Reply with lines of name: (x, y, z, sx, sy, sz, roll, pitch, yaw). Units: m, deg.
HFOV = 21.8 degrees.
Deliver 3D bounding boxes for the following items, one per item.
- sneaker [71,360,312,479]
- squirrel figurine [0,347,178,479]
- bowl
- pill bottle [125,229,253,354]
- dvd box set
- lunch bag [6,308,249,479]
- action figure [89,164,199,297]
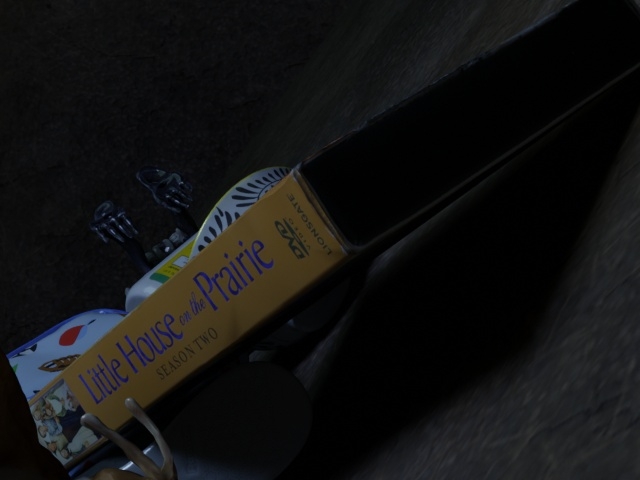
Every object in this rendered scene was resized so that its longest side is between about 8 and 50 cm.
sneaker: (-0.123, 0.191, 1.160, 0.296, 0.104, 0.147, -37, -7, 1)
squirrel figurine: (-0.191, 0.207, 0.935, 0.397, 0.370, 0.281, 92, -164, -45)
bowl: (-0.027, 0.029, 1.408, 0.170, 0.080, 0.170, -29, -49, -39)
pill bottle: (-0.067, 0.030, 1.525, 0.208, 0.117, 0.117, -42, 1, -29)
dvd box set: (0.000, 0.000, 1.103, 0.308, 0.062, 0.420, -33, -3, -37)
lunch bag: (-0.204, 0.158, 1.330, 0.243, 0.115, 0.303, 5, 25, 40)
action figure: (-0.146, 0.053, 1.796, 0.164, 0.275, 0.141, -30, 47, -2)
